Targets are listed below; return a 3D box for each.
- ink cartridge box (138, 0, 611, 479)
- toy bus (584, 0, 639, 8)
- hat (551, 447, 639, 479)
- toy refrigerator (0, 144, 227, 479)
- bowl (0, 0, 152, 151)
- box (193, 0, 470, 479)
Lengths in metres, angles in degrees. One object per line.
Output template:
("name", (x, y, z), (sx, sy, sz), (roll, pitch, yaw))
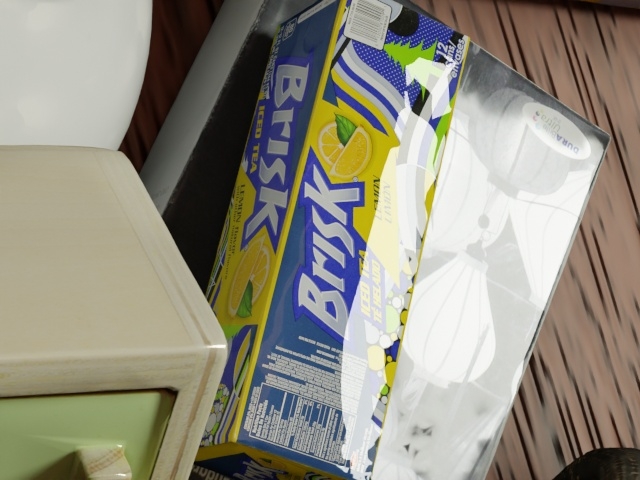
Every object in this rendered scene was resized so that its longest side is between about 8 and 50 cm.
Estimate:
("ink cartridge box", (-0.016, 0.062, 0.650), (0.165, 0.065, 0.333), (31, 68, -20))
("toy bus", (0.116, -0.167, 0.726), (0.332, 0.130, 0.108), (3, 79, -27))
("hat", (0.100, 0.168, 0.563), (0.134, 0.331, 0.331), (25, 69, -14))
("toy refrigerator", (-0.115, 0.110, 0.474), (0.102, 0.269, 0.094), (0, 36, -28))
("bowl", (-0.141, -0.112, 0.502), (0.298, 0.134, 0.298), (40, 37, -39))
("box", (0.000, 0.000, 0.600), (0.054, 0.059, 0.169), (23, 69, -23))
